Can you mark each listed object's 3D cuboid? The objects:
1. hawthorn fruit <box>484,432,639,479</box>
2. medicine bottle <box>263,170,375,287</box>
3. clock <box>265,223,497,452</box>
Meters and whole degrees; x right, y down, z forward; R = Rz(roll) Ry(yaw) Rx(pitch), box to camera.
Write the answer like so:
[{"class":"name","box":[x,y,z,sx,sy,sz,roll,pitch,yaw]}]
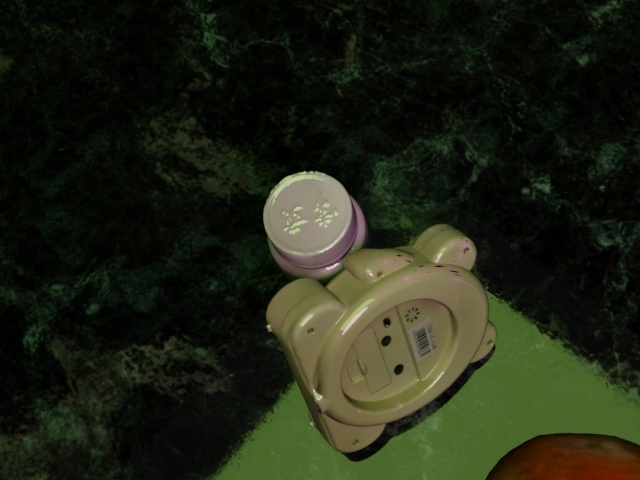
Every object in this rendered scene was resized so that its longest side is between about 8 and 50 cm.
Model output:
[{"class":"hawthorn fruit","box":[0.347,0.423,1.200,0.402,0.403,0.403,-3,72,8]},{"class":"medicine bottle","box":[0.000,0.000,1.434,0.152,0.254,0.152,-3,73,9]},{"class":"clock","box":[0.099,0.134,1.372,0.309,0.284,0.114,-30,34,-14]}]
